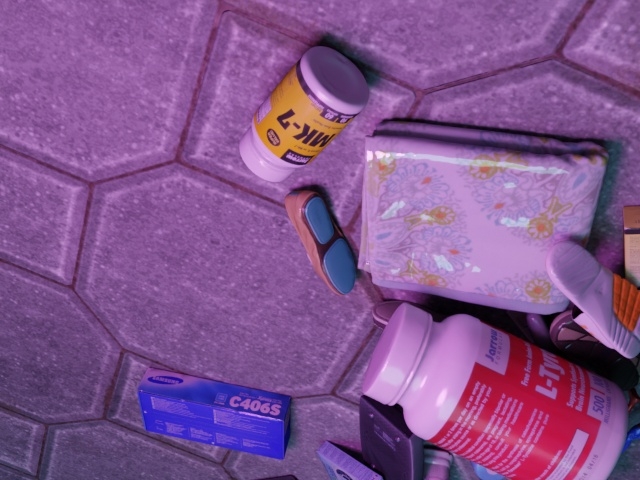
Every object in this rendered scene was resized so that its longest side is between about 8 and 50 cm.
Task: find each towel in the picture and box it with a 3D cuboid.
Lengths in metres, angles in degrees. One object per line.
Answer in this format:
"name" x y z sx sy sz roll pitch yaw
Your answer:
"towel" 0.247 -0.032 1.315 0.374 0.090 0.321 8 134 10

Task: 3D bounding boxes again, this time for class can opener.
"can opener" 0.435 0.204 1.481 0.074 0.093 0.280 -24 126 32

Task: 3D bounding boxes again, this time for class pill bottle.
"pill bottle" -0.031 -0.188 1.235 0.119 0.119 0.208 34 133 -15
"pill bottle" 0.291 0.268 1.380 0.407 0.229 0.229 25 134 -2

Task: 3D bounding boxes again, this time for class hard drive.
"hard drive" 0.158 0.455 1.762 0.172 0.054 0.255 37 145 39

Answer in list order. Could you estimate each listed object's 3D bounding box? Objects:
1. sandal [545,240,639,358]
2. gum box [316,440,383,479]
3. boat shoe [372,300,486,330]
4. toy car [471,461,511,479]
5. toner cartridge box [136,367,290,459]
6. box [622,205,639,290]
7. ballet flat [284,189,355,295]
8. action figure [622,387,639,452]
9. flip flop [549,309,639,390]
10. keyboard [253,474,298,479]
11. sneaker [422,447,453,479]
"sandal" 0.437 0.086 1.299 0.265 0.102 0.076 41 165 -22
"gum box" 0.087 0.570 1.894 0.184 0.041 0.157 22 145 44
"boat shoe" 0.205 0.174 1.522 0.227 0.081 0.069 12 130 2
"toy car" 0.403 0.345 1.578 0.210 0.219 0.238 32 104 -13
"toner cartridge box" -0.245 0.406 1.880 0.347 0.075 0.165 10 133 7
"box" 0.543 0.048 1.318 0.087 0.058 0.232 -3 130 20
"ballet flat" 0.000 0.000 1.445 0.073 0.080 0.232 16 139 43
"action figure" 0.576 0.402 1.628 0.091 0.139 0.280 24 112 -2
"flip flop" 0.505 0.184 1.434 0.277 0.080 0.112 27 113 -27
"keyboard" -0.118 0.665 2.119 0.180 0.023 0.108 -17 125 30
"sneaker" 0.247 0.597 1.880 0.103 0.111 0.252 8 133 10
